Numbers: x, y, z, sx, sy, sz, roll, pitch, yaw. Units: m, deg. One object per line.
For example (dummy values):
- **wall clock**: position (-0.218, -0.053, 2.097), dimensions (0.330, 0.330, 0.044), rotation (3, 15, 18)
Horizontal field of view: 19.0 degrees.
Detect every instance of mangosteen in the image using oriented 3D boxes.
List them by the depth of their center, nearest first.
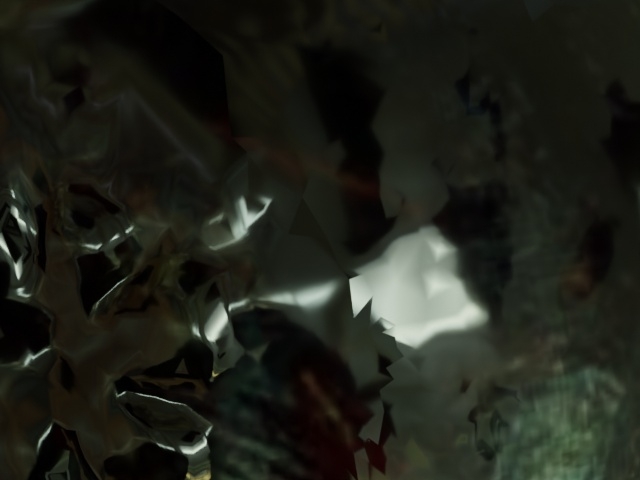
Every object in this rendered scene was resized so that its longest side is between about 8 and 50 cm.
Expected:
- **mangosteen**: position (-0.011, 0.005, 0.546), dimensions (0.300, 0.300, 0.300), rotation (7, 80, -47)
